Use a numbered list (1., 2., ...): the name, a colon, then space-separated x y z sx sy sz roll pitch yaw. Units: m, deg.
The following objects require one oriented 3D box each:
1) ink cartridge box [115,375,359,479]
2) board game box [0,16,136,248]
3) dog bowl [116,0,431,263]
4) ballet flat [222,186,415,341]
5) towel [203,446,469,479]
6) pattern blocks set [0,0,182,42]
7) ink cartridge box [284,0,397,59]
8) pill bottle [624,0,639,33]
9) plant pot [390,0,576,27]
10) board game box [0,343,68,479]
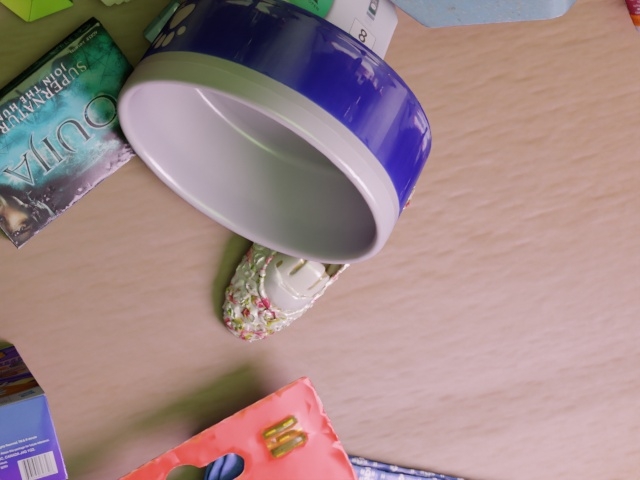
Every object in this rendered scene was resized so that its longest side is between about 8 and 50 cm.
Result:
1. ink cartridge box: -0.052 0.367 1.875 0.308 0.091 0.385 -29 109 -9
2. board game box: -0.240 -0.097 1.812 0.186 0.026 0.126 -40 117 -7
3. dog bowl: -0.039 -0.097 1.749 0.265 0.265 0.104 37 66 -17
4. ballet flat: 0.000 0.000 1.877 0.091 0.077 0.241 42 86 -19
5. towel: 0.026 0.331 1.952 0.336 0.040 0.243 13 95 -17
6. pattern blocks set: -0.190 -0.315 1.773 0.324 0.026 0.285 30 103 -21
7. ink cartridge box: 0.004 -0.264 1.778 0.181 0.056 0.225 42 50 -27
8. pill bottle: 0.319 -0.315 1.898 0.121 0.121 0.221 -27 104 -10
9. plant pot: 0.147 -0.331 1.759 0.247 0.247 0.252 -49 129 -45
10. board game box: -0.408 0.191 1.711 0.347 0.233 0.078 -16 101 -13
